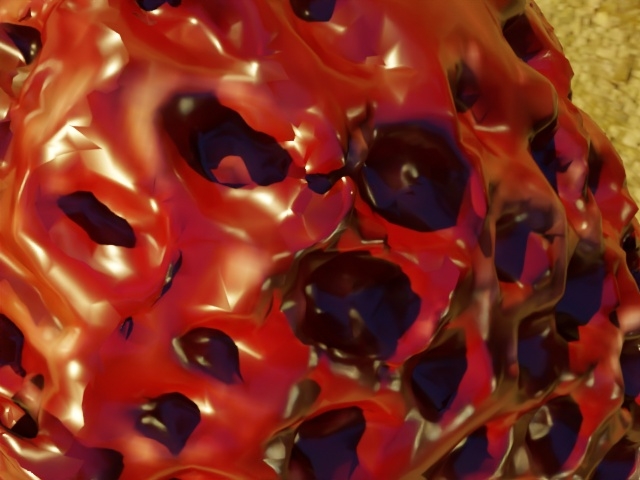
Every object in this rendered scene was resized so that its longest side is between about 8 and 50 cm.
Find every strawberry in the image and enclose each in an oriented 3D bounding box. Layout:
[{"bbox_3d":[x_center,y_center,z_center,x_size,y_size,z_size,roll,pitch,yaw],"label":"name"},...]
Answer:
[{"bbox_3d":[0.000,0.000,0.499,0.345,0.317,0.295,16,81,-29],"label":"strawberry"}]
